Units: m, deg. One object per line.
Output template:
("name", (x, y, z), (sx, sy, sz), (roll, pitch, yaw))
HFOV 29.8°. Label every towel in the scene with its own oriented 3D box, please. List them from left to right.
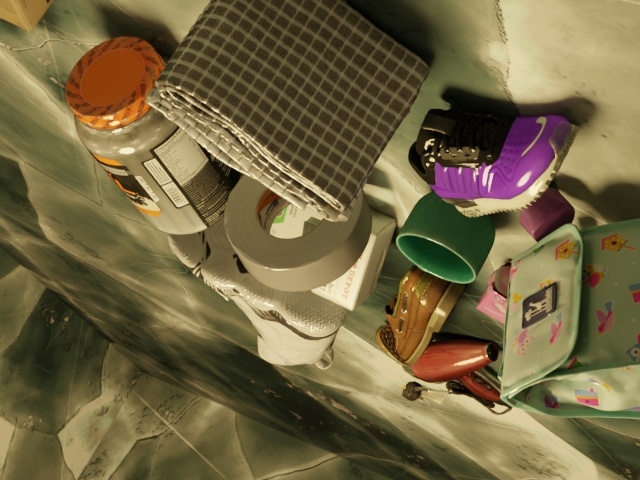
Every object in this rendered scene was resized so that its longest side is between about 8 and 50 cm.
("towel", (-0.030, -0.184, 1.436), (0.284, 0.235, 0.121), (34, 155, -11))

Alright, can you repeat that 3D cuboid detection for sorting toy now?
("sorting toy", (0.316, 0.022, 1.699), (0.126, 0.127, 0.365), (54, 176, 38))

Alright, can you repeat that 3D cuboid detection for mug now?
("mug", (0.181, -0.013, 1.764), (0.129, 0.097, 0.158), (42, 159, -31))

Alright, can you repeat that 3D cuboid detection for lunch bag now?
("lunch bag", (0.350, 0.098, 1.472), (0.262, 0.223, 0.160), (-5, 142, 20))

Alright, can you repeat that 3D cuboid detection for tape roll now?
("tape roll", (-0.034, -0.034, 1.845), (0.219, 0.219, 0.072), (21, 158, 25))

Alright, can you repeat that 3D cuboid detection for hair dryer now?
("hair dryer", (0.283, 0.254, 2.340), (0.224, 0.080, 0.293), (8, 155, -1))

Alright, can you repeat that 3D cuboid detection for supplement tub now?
("supplement tub", (-0.258, -0.163, 1.889), (0.193, 0.193, 0.316), (19, 158, 30))

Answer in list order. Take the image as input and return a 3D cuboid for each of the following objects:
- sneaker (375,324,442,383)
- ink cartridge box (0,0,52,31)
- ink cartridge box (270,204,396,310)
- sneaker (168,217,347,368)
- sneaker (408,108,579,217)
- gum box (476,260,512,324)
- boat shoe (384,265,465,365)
("sneaker", (0.179, 0.241, 2.464), (0.192, 0.064, 0.086), (32, 157, -15))
("ink cartridge box", (-0.520, -0.430, 1.761), (0.235, 0.088, 0.193), (26, 162, 11))
("ink cartridge box", (0.000, 0.000, 1.976), (0.208, 0.087, 0.153), (24, 118, 16))
("sneaker", (-0.116, 0.099, 2.137), (0.366, 0.137, 0.210), (30, 149, 19))
("sneaker", (0.192, -0.111, 1.488), (0.146, 0.102, 0.293), (35, 161, -12))
("gum box", (0.341, 0.109, 1.889), (0.188, 0.062, 0.107), (29, 161, 3))
("boat shoe", (0.173, 0.124, 2.137), (0.104, 0.110, 0.307), (32, 152, 7))
